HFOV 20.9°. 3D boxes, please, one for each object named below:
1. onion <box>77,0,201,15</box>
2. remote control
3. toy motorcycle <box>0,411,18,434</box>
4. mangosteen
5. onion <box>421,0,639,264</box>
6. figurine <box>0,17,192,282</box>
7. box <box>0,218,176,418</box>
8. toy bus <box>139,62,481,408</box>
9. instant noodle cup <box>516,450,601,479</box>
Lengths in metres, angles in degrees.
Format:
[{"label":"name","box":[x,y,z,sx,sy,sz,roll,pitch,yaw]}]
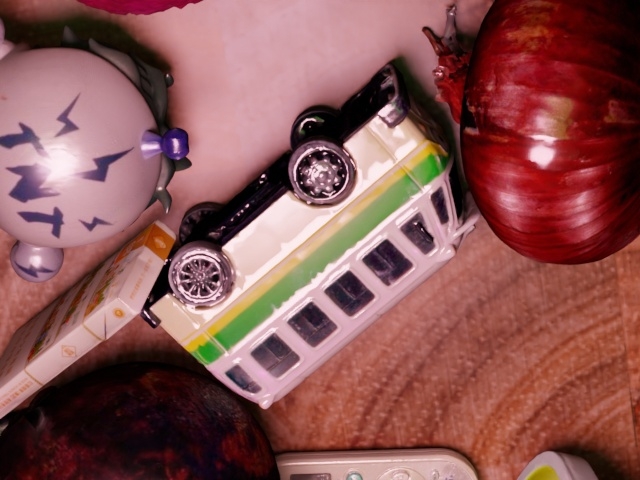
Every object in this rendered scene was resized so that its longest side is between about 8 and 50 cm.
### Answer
[{"label":"onion","box":[-0.162,-0.356,1.341,0.398,0.420,0.398,3,114,7]},{"label":"remote control","box":[0.044,0.241,1.692,0.221,0.042,0.078,-2,106,3]},{"label":"toy motorcycle","box":[-0.378,0.257,1.669,0.159,0.106,0.270,41,88,-14]},{"label":"mangosteen","box":[-0.161,0.256,1.555,0.311,0.311,0.311,0,105,1]},{"label":"onion","box":[0.188,-0.116,1.489,0.285,0.273,0.273,14,107,25]},{"label":"figurine","box":[-0.304,-0.071,1.543,0.382,0.186,0.261,-11,131,0]},{"label":"box","box":[-0.224,0.075,1.574,0.032,0.122,0.220,43,125,-16]},{"label":"toy bus","box":[0.000,0.000,1.574,0.305,0.143,0.179,-41,103,11]},{"label":"instant noodle cup","box":[0.318,0.378,1.622,0.308,0.294,0.294,20,105,-11]}]
